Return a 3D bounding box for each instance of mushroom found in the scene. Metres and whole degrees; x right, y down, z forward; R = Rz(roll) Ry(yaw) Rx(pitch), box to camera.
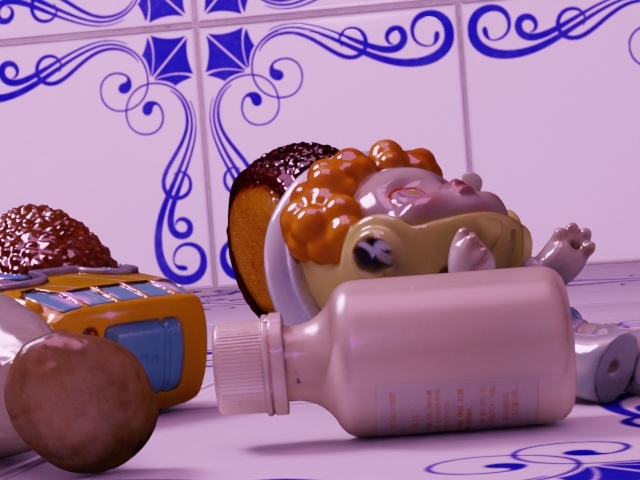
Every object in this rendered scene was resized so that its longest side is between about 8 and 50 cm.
[{"bbox_3d":[-0.233,0.098,1.428,0.128,0.128,0.350,-5,7,-32],"label":"mushroom"}]

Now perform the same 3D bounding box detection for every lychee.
[{"bbox_3d":[-0.289,0.061,2.031,0.194,0.194,0.194,-4,2,0],"label":"lychee"}]

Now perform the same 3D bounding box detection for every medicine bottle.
[{"bbox_3d":[0.050,0.082,1.403,0.252,0.114,0.114,-4,2,-1],"label":"medicine bottle"}]

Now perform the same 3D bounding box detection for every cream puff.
[{"bbox_3d":[0.000,0.000,2.304,0.165,0.239,0.239,-18,9,-30],"label":"cream puff"}]

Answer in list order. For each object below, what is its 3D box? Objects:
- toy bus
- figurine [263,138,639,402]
[{"bbox_3d":[-0.192,0.091,1.649,0.136,0.126,0.209,9,10,41],"label":"toy bus"},{"bbox_3d":[0.105,0.054,1.637,0.224,0.205,0.382,-1,20,-27],"label":"figurine"}]
